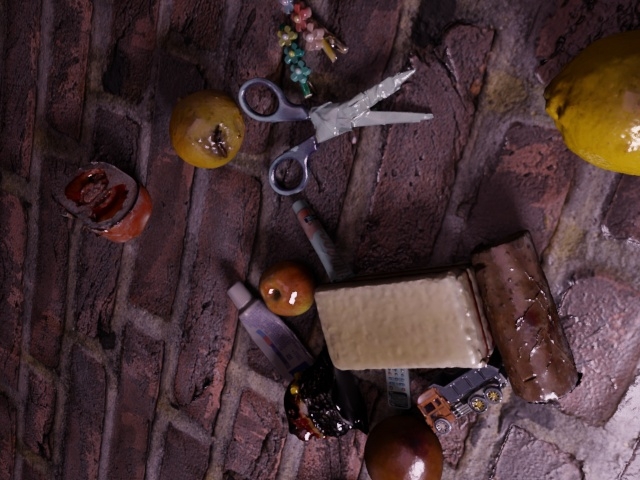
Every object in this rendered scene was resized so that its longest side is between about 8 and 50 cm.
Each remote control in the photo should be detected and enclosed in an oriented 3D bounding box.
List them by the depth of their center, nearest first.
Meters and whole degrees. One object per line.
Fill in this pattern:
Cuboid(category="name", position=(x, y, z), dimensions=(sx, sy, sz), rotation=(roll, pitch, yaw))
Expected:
Cuboid(category="remote control", position=(0.163, 0.295, 1.110), dimensions=(0.053, 0.018, 0.124), rotation=(0, 100, 29))

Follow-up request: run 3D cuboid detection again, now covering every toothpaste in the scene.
Cuboid(category="toothpaste", position=(0.000, 0.000, 1.091), dimensions=(0.205, 0.056, 0.036), rotation=(59, 148, 27))
Cuboid(category="toothpaste", position=(-0.117, 0.213, 1.225), dimensions=(0.282, 0.068, 0.099), rotation=(51, 149, 0))

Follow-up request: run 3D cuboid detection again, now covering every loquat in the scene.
Cuboid(category="loquat", position=(-0.254, -0.249, 1.150), dimensions=(0.204, 0.149, 0.172), rotation=(40, 118, 31))

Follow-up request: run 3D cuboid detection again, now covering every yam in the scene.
Cuboid(category="yam", position=(0.352, 0.129, 0.918), dimensions=(0.131, 0.131, 0.280), rotation=(-19, 89, 30))

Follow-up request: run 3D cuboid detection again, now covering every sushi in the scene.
Cuboid(category="sushi", position=(-0.001, 0.348, 1.125), dimensions=(0.150, 0.153, 0.172), rotation=(-20, 130, 16))

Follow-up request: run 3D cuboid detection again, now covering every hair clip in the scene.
Cuboid(category="hair clip", position=(-0.029, -0.436, 1.045), dimensions=(0.214, 0.056, 0.062), rotation=(51, 151, 10))
Cuboid(category="hair clip", position=(-0.049, -0.373, 1.074), dimensions=(0.049, 0.049, 0.173), rotation=(-25, 85, 30))

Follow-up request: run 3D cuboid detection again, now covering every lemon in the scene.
Cuboid(category="lemon", position=(0.456, -0.195, 0.753), dimensions=(0.260, 0.204, 0.204), rotation=(12, 106, 13))

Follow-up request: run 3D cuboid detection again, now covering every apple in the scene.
Cuboid(category="apple", position=(-0.070, 0.106, 1.147), dimensions=(0.126, 0.102, 0.126), rotation=(6, 104, 27))

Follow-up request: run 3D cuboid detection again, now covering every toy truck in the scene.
Cuboid(category="toy truck", position=(0.275, 0.287, 1.013), dimensions=(0.192, 0.083, 0.092), rotation=(-43, 79, 27))

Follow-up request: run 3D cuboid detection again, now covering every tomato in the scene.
Cuboid(category="tomato", position=(-0.515, -0.081, 1.313), dimensions=(0.214, 0.155, 0.181), rotation=(35, 80, 24))

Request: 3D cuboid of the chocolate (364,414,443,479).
Cuboid(category="chocolate", position=(0.168, 0.431, 1.050), dimensions=(0.176, 0.176, 0.177), rotation=(6, 103, 27))

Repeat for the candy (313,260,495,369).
Cuboid(category="candy", position=(0.157, 0.149, 1.019), dimensions=(0.320, 0.135, 0.179), rotation=(-9, 94, 29))

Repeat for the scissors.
Cuboid(category="scissors", position=(0.029, -0.237, 1.051), dimensions=(0.383, 0.029, 0.256), rotation=(-10, 110, 24))
